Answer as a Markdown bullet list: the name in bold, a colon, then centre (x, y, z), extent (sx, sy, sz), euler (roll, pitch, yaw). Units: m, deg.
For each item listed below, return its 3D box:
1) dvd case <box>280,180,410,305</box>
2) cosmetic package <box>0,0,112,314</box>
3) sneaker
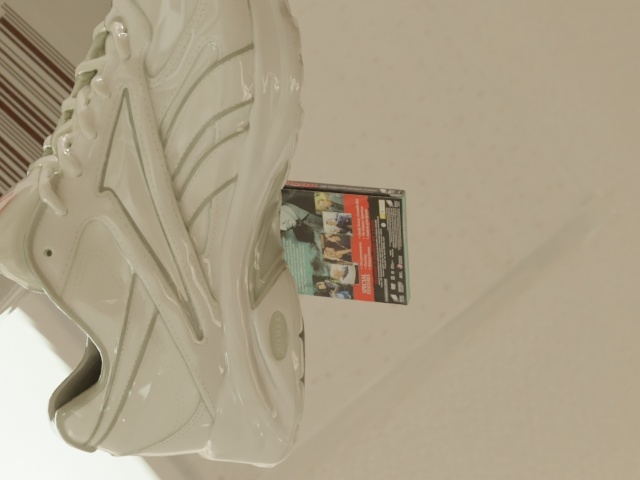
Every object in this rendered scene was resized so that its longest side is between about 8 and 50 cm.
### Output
- **dvd case**: centre (0.000, 0.000, 1.099), extent (0.119, 0.087, 0.013), euler (4, -147, 15)
- **cosmetic package**: centre (-0.241, -0.023, 1.050), extent (0.161, 0.453, 0.230), euler (43, -112, -5)
- **sneaker**: centre (-0.066, -0.025, 0.580), extent (0.115, 0.090, 0.232), euler (-5, -81, -14)
